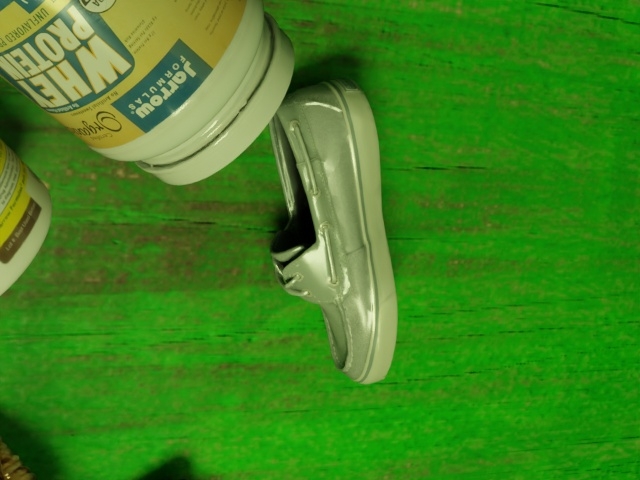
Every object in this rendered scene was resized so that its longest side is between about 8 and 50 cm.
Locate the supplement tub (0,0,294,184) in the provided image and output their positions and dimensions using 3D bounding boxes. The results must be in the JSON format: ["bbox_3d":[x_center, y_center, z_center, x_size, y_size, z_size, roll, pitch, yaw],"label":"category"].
[{"bbox_3d":[-0.124,-0.137,0.808,0.200,0.144,0.144,40,86,-34],"label":"supplement tub"}]

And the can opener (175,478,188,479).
[{"bbox_3d":[-0.162,0.230,0.978,0.186,0.073,0.059,-25,127,-10],"label":"can opener"}]

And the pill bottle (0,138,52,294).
[{"bbox_3d":[-0.260,-0.055,0.776,0.117,0.117,0.215,-45,124,-8],"label":"pill bottle"}]

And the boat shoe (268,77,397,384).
[{"bbox_3d":[0.000,0.000,0.980,0.081,0.079,0.227,-13,108,-19],"label":"boat shoe"}]

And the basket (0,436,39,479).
[{"bbox_3d":[-0.218,0.213,0.759,0.213,0.299,0.223,15,98,4],"label":"basket"}]
